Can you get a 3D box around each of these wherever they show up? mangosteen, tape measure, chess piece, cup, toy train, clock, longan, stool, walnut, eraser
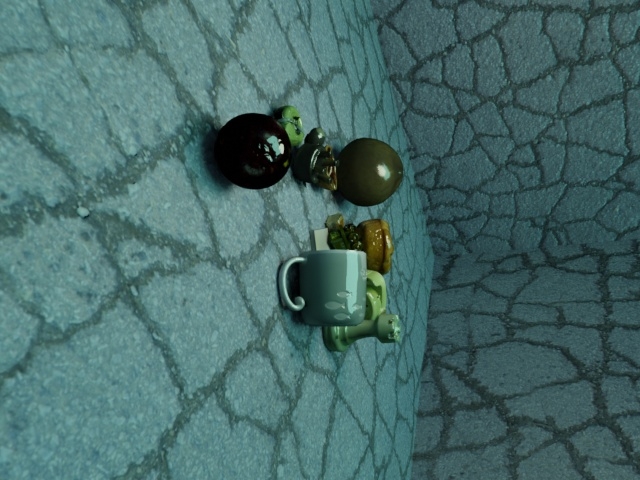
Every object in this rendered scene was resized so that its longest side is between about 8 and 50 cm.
[{"bbox_3d":[-0.202,-0.267,1.279,0.265,0.228,0.228,-135,-155,-65],"label":"mangosteen"},{"bbox_3d":[-0.119,-0.429,1.620,0.177,0.088,0.153,-13,96,-68],"label":"tape measure"},{"bbox_3d":[0.180,0.372,1.816,0.195,0.299,0.194,-7,90,-65],"label":"chess piece"},{"bbox_3d":[0.006,0.182,1.596,0.357,0.260,0.274,5,78,-34],"label":"cup"},{"bbox_3d":[0.118,0.021,1.941,0.090,0.137,0.225,-102,171,-48],"label":"toy train"},{"bbox_3d":[0.186,0.281,1.949,0.096,0.235,0.307,-26,113,-47],"label":"clock"},{"bbox_3d":[0.236,-0.329,2.085,0.361,0.361,0.360,-6,90,-66],"label":"longan"},{"bbox_3d":[-0.017,-0.323,1.703,0.153,0.140,0.227,-40,139,-51],"label":"stool"},{"bbox_3d":[0.013,-0.309,1.879,0.167,0.087,0.211,39,44,-64],"label":"walnut"},{"bbox_3d":[0.000,0.000,1.850,0.150,0.023,0.103,-13,96,-66],"label":"eraser"}]

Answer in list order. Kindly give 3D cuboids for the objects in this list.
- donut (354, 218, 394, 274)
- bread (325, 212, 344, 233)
[{"bbox_3d":[0.256,0.033,2.125,0.299,0.150,0.317,-99,-171,-48],"label":"donut"},{"bbox_3d":[0.070,-0.075,1.959,0.070,0.077,0.083,63,30,-31],"label":"bread"}]
